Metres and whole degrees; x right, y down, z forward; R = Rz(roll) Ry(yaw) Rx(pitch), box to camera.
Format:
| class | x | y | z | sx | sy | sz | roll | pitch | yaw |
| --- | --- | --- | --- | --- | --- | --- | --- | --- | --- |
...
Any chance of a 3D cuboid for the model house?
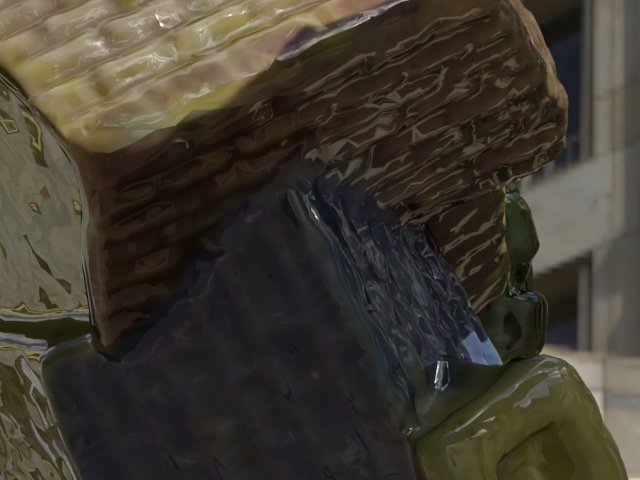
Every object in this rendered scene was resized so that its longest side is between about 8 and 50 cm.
| class | x | y | z | sx | sy | sz | roll | pitch | yaw |
| --- | --- | --- | --- | --- | --- | --- | --- | --- | --- |
| model house | 0.000 | 0.000 | 0.664 | 0.266 | 0.261 | 0.321 | -4 | -69 | 66 |
